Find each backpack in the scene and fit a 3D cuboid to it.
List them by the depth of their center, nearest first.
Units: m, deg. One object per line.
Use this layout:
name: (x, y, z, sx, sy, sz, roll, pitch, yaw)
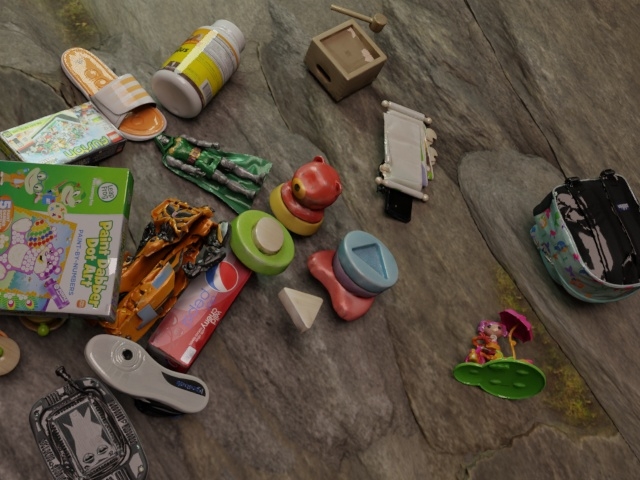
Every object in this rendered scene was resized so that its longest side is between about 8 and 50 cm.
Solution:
backpack: (0.588, 0.007, 1.475, 0.225, 0.191, 0.253, -11, 62, -19)

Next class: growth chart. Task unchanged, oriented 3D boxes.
growth chart: (0.193, -0.199, 1.524, 0.172, 0.021, 0.237, 22, 59, -31)

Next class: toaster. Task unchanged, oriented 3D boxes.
toaster: (-0.360, 0.311, 1.064, 0.129, 0.146, 0.227, -29, 77, -27)

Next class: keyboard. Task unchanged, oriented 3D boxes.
keyboard: (0.160, -0.134, 1.511, 0.100, 0.038, 0.192, 28, 56, -30)

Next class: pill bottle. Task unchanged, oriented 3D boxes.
pill bottle: (-0.246, -0.363, 1.441, 0.117, 0.117, 0.215, 32, 60, 0)

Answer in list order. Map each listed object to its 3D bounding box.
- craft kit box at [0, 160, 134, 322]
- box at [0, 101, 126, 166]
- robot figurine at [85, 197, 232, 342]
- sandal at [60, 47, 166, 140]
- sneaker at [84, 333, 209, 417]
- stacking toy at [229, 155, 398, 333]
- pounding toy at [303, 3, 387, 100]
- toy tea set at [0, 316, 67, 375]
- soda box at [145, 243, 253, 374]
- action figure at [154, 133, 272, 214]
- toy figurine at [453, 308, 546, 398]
craft kit box: (-0.438, -0.001, 1.101, 0.246, 0.061, 0.250, 4, 71, -7)
box: (-0.480, -0.184, 1.295, 0.114, 0.036, 0.207, 45, 43, 8)
robot figurine: (-0.287, 0.039, 1.202, 0.211, 0.085, 0.291, 19, 63, 39)
sandal: (-0.422, -0.305, 1.382, 0.265, 0.076, 0.102, 42, 61, 5)
sneaker: (-0.301, 0.234, 1.127, 0.217, 0.121, 0.079, 34, 51, -21)
stacking toy: (0.000, 0.000, 1.277, 0.309, 0.130, 0.279, 51, 36, 8)
pounding toy: (0.065, -0.446, 1.588, 0.206, 0.094, 0.181, -34, 79, -28)
toy tea set: (-0.523, 0.056, 1.150, 0.200, 0.124, 0.336, -10, 69, -21)
soda box: (-0.204, 0.111, 1.239, 0.083, 0.092, 0.263, 33, 60, -1)
action figure: (-0.227, -0.153, 1.382, 0.232, 0.063, 0.137, 25, 64, 0)
toy figurine: (0.356, 0.209, 1.373, 0.173, 0.130, 0.159, 5, 47, 12)
